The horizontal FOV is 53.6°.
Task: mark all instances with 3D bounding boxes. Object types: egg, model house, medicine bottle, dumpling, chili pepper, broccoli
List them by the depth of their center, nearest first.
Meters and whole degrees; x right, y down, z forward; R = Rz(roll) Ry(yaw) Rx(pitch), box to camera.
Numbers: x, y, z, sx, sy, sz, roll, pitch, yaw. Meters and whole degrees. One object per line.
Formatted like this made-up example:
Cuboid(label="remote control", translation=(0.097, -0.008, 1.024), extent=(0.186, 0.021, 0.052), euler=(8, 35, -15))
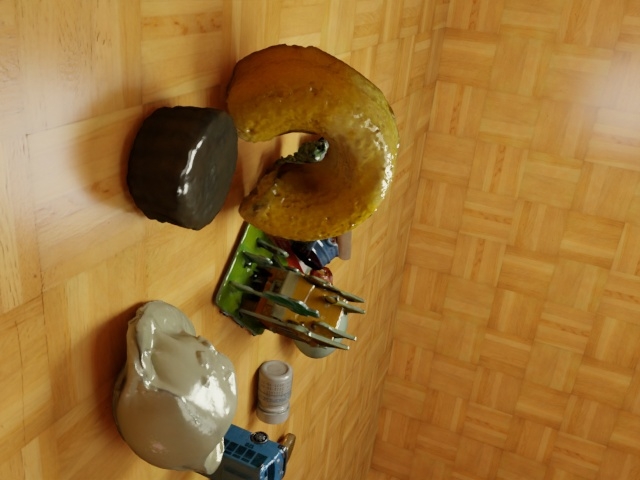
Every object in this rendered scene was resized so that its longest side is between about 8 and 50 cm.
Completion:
Cuboid(label="dumpling", translation=(-0.294, 0.277, 1.263), extent=(0.315, 0.233, 0.395), euler=(-101, 169, -46))
Cuboid(label="broccoli", translation=(0.007, -0.150, 1.596), extent=(0.177, 0.275, 0.198), euler=(31, 60, -75))
Cuboid(label="model house", translation=(-0.047, 0.132, 1.597), extent=(0.357, 0.313, 0.242), euler=(60, 46, -62))
Cuboid(label="medicine bottle", translation=(-0.137, 0.451, 1.888), extent=(0.105, 0.105, 0.168), euler=(-39, 140, -59))
Cuboid(label="egg", translation=(-0.007, 0.266, 1.993), extent=(0.183, 0.183, 0.264), euler=(-55, 158, -45))
Cuboid(label="chili pepper", translation=(0.004, 0.178, 2.118), extent=(0.086, 0.084, 0.192), euler=(-10, 116, -33))

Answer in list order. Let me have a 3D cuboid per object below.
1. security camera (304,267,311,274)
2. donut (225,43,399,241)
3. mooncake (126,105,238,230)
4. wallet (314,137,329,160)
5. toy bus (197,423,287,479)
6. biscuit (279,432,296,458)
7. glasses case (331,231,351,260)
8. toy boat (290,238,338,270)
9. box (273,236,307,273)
Cuboid(label="security camera", translation=(-0.035, 0.063, 1.985), extent=(0.092, 0.058, 0.058), euler=(-50, 151, -28))
Cuboid(label="donut", translation=(-0.013, -0.188, 1.359), extent=(0.163, 0.377, 0.435), euler=(-90, 174, -56))
Cuboid(label="mooncake", translation=(-0.243, -0.133, 1.136), extent=(0.228, 0.124, 0.228), euler=(15, 90, -76))
Cuboid(label="wallet", translation=(0.008, -0.241, 1.835), extent=(0.231, 0.069, 0.170), euler=(-39, 158, -54))
Cuboid(label="toy bus", translation=(-0.209, 0.533, 1.553), extent=(0.133, 0.234, 0.116), euler=(-39, 140, -56))
Cuboid(label="biscuit", translation=(-0.140, 0.754, 2.196), extent=(0.170, 0.050, 0.170), euler=(20, 90, -78))
Cuboid(label="glasses case", translation=(0.068, -0.040, 2.177), extent=(0.102, 0.070, 0.193), euler=(-97, -173, -59))
Cuboid(label="toy boat", translation=(0.000, 0.000, 1.712), extent=(0.142, 0.129, 0.309), euler=(-52, 174, -6))
Cuboid(label="box", translation=(-0.067, -0.007, 1.823), extent=(0.229, 0.050, 0.123), euler=(70, 39, -59))
